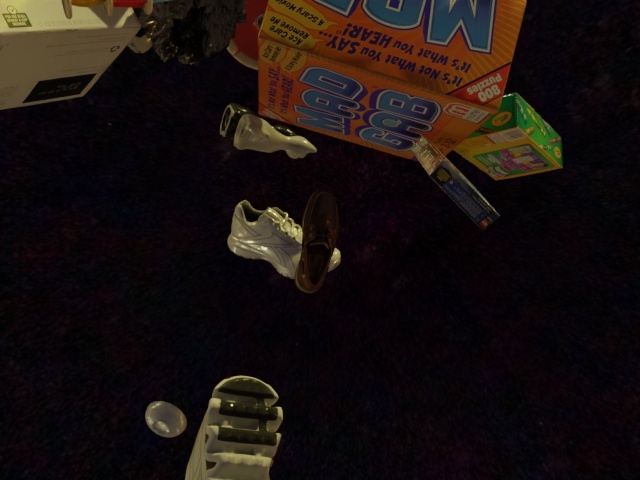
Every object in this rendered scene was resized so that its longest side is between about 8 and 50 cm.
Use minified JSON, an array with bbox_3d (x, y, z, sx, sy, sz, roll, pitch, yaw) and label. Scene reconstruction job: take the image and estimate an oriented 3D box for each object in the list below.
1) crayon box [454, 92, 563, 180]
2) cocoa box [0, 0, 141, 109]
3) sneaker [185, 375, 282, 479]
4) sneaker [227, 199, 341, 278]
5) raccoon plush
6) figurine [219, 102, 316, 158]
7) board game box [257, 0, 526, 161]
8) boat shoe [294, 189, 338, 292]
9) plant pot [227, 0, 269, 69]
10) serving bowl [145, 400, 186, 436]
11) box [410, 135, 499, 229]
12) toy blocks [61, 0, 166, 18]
[{"bbox_3d":[0.414,-0.223,1.484,0.165,0.278,0.081,-9,72,37],"label":"crayon box"},{"bbox_3d":[-0.510,-0.352,1.023,0.231,0.347,0.228,-30,89,38],"label":"cocoa box"},{"bbox_3d":[-0.113,0.309,0.758,0.110,0.118,0.292,20,59,-21],"label":"sneaker"},{"bbox_3d":[-0.090,-0.003,1.535,0.296,0.111,0.130,17,125,20],"label":"sneaker"},{"bbox_3d":[-0.256,-0.537,1.225,0.447,0.216,0.299,-53,53,16],"label":"raccoon plush"},{"bbox_3d":[-0.131,-0.274,1.729,0.209,0.215,0.093,11,106,-28],"label":"figurine"},{"bbox_3d":[0.112,-0.376,1.112,0.356,0.356,0.357,16,83,-3],"label":"board game box"},{"bbox_3d":[0.000,0.000,1.114,0.064,0.060,0.178,11,83,-11],"label":"boat shoe"},{"bbox_3d":[-0.115,-0.511,1.460,0.274,0.243,0.275,0,126,-1],"label":"plant pot"},{"bbox_3d":[-0.297,0.345,1.260,0.083,0.027,0.084,7,122,12],"label":"serving bowl"},{"bbox_3d":[0.157,-0.072,0.792,0.094,0.137,0.027,43,104,-15],"label":"box"},{"bbox_3d":[-0.263,-0.341,0.859,0.148,0.054,0.123,-12,60,-23],"label":"toy blocks"}]
